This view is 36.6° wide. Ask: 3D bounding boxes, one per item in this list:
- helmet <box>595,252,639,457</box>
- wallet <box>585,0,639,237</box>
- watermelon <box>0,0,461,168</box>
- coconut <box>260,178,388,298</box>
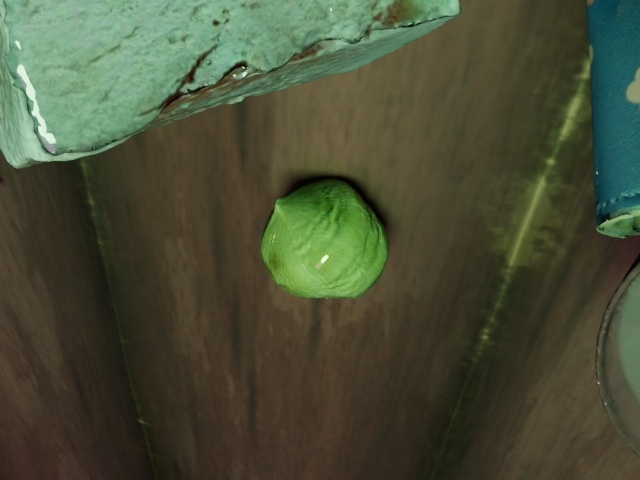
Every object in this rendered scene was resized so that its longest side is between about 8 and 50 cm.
[{"bbox_3d":[0.307,0.009,0.433,0.271,0.197,0.338,42,147,-16],"label":"helmet"},{"bbox_3d":[0.159,-0.110,0.342,0.141,0.202,0.059,-9,165,34],"label":"wallet"},{"bbox_3d":[-0.129,-0.128,0.438,0.290,0.213,0.320,-12,146,39],"label":"watermelon"},{"bbox_3d":[0.000,0.000,0.664,0.088,0.087,0.096,-18,136,41],"label":"coconut"}]
